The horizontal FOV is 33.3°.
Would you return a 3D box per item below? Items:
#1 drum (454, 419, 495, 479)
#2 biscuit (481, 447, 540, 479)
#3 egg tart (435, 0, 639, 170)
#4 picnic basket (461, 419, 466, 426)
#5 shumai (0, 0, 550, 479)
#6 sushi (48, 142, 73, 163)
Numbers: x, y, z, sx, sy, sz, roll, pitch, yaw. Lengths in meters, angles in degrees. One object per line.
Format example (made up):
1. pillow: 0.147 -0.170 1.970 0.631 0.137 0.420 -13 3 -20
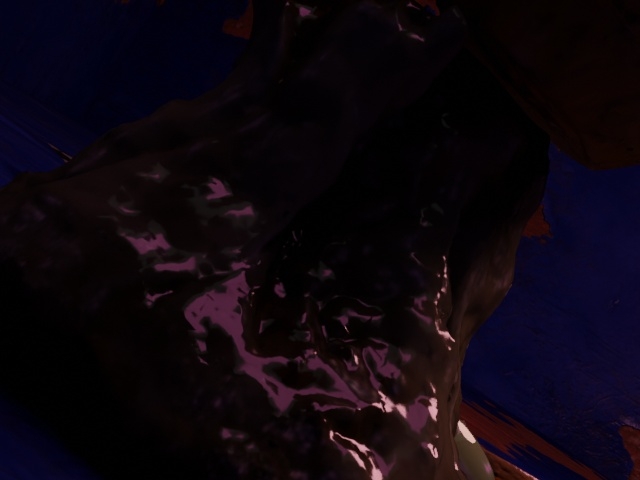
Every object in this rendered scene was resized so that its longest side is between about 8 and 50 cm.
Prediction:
1. drum: 0.044 0.155 0.905 0.253 0.049 0.130 29 -36 47
2. biscuit: 0.209 0.281 1.223 0.170 0.050 0.170 31 -8 5
3. egg tart: 0.172 -0.140 0.716 0.288 0.118 0.288 45 4 -4
4. picnic basket: 0.119 0.219 1.182 0.083 0.083 0.065 -6 -2 15
5. shumai: 0.000 0.000 0.701 0.397 0.323 0.324 35 0 17
6. sushi: -0.221 -0.005 1.400 0.292 0.059 0.294 31 2 -31
